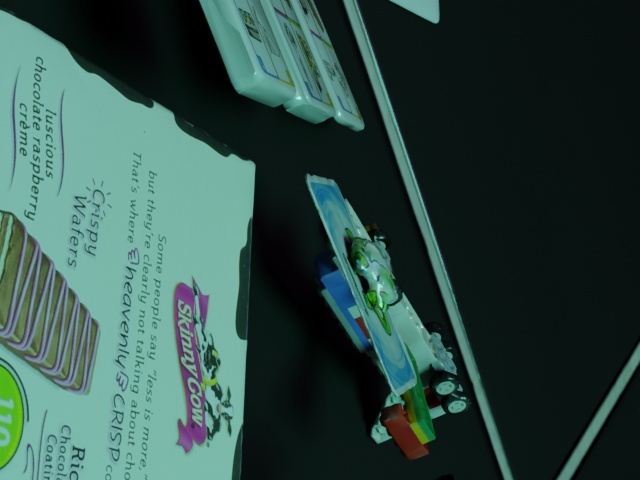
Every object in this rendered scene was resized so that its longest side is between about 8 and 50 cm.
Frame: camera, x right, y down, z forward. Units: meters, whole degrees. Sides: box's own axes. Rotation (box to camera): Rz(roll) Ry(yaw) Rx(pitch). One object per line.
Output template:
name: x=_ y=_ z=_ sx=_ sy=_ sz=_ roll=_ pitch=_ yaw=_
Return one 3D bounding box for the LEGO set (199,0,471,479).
LEGO set: x=0.000 y=0.000 z=0.523 sx=0.244 sy=0.060 sz=0.182 roll=67 pitch=11 yaw=5

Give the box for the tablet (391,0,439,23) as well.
tablet: x=0.038 y=-0.144 z=0.697 sx=0.083 sy=0.006 sz=0.054 roll=12 pitch=71 yaw=-55

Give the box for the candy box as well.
candy box: x=-0.113 y=0.016 z=0.349 sx=0.233 sy=0.071 sz=0.159 roll=31 pitch=55 yaw=-50
